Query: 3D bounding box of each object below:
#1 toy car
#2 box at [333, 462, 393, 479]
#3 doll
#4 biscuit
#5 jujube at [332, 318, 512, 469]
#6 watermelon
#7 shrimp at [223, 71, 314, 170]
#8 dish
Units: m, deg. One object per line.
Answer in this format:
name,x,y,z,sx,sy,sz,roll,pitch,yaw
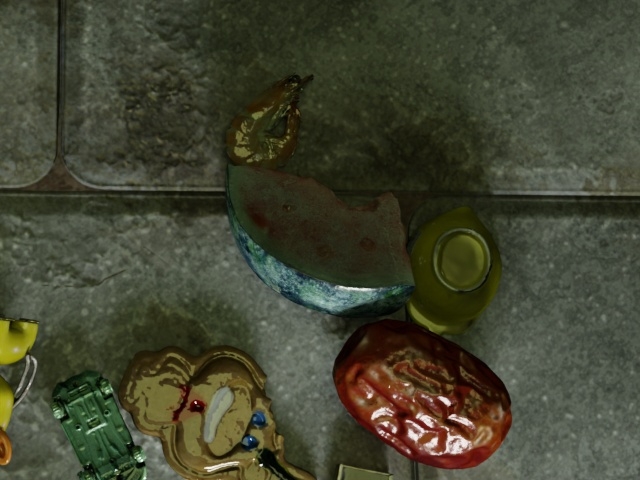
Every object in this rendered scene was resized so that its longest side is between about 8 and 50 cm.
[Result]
toy car,-0.300,0.268,1.876,0.093,0.058,0.186,-25,71,-12
box,0.053,0.355,1.923,0.083,0.035,0.079,12,77,-7
doll,-0.455,0.201,1.844,0.143,0.135,0.221,5,82,25
biscuit,-0.130,0.260,1.913,0.183,0.047,0.320,-41,88,-11
jujube,0.140,0.212,1.898,0.250,0.174,0.174,32,75,-9
watermelon,0.000,0.000,1.962,0.318,0.148,0.226,34,57,13
shrimp,-0.064,-0.174,2.013,0.099,0.041,0.180,39,75,0
dish,0.194,0.040,1.989,0.148,0.080,0.208,14,75,-5
